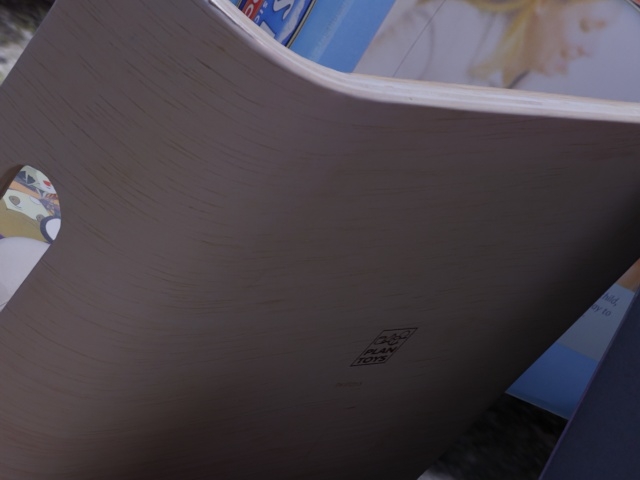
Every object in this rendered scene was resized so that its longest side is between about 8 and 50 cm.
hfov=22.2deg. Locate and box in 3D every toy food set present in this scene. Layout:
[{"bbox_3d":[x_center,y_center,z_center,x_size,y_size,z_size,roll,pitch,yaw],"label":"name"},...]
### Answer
[{"bbox_3d":[0.000,0.000,0.558,0.306,0.220,0.092,-2,51,-48],"label":"toy food set"}]

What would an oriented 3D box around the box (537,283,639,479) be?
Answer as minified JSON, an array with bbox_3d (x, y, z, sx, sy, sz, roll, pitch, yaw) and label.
[{"bbox_3d":[0.241,0.065,0.603,0.182,0.296,0.294,33,16,32],"label":"box"}]

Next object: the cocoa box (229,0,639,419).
[{"bbox_3d":[0.109,-0.067,0.815,0.347,0.231,0.228,25,16,-27],"label":"cocoa box"}]

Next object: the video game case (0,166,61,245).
[{"bbox_3d":[-0.073,0.063,0.657,0.232,0.042,0.210,26,32,-23],"label":"video game case"}]
